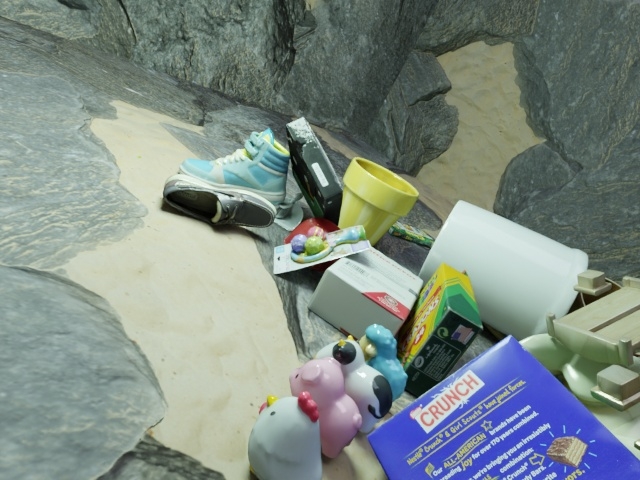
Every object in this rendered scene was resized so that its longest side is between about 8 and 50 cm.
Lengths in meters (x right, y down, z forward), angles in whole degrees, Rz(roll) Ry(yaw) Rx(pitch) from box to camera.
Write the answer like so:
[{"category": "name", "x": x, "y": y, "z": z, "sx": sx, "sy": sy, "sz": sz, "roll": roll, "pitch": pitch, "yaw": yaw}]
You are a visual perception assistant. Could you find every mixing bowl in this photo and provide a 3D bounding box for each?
[{"category": "mixing bowl", "x": 0.000, "y": 0.000, "z": 1.227, "sx": 0.181, "sy": 0.098, "sz": 0.181, "roll": 25, "pitch": 22, "yaw": -11}]

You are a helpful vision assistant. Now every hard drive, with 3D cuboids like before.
[{"category": "hard drive", "x": -0.015, "y": -0.172, "z": 1.291, "sx": 0.237, "sy": 0.064, "sz": 0.339, "roll": 63, "pitch": -7, "yaw": 13}]

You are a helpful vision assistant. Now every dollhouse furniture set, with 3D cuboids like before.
[{"category": "dollhouse furniture set", "x": 0.466, "y": 0.202, "z": 0.677, "sx": 0.303, "sy": 0.174, "sz": 0.355, "roll": -18, "pitch": 13, "yaw": -16}]

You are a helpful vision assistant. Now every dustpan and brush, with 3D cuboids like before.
[{"category": "dustpan and brush", "x": -0.102, "y": -0.110, "z": 1.397, "sx": 0.147, "sy": 0.060, "sz": 0.211, "roll": 32, "pitch": 21, "yaw": 8}]

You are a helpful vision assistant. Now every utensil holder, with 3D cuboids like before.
[{"category": "utensil holder", "x": 0.531, "y": 0.095, "z": 1.353, "sx": 0.385, "sy": 0.328, "sz": 0.327, "roll": 27, "pitch": 20, "yaw": 16}]

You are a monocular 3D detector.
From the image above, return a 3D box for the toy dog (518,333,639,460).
[{"category": "toy dog", "x": 0.501, "y": 0.391, "z": 0.689, "sx": 0.394, "sy": 0.285, "sz": 0.408, "roll": 2, "pitch": 34, "yaw": -11}]

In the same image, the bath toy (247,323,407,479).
[{"category": "bath toy", "x": 0.020, "y": 0.232, "z": 0.677, "sx": 0.151, "sy": 0.129, "sz": 0.348, "roll": 26, "pitch": 18, "yaw": 26}]

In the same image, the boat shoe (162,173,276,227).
[{"category": "boat shoe", "x": -0.249, "y": -0.081, "z": 1.100, "sx": 0.285, "sy": 0.103, "sz": 0.092, "roll": 19, "pitch": 28, "yaw": -16}]

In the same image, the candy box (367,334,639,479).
[{"category": "candy box", "x": 0.256, "y": 0.325, "z": 0.569, "sx": 0.122, "sy": 0.268, "sz": 0.317, "roll": 55, "pitch": 0, "yaw": -43}]

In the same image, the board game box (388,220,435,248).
[{"category": "board game box", "x": 0.370, "y": -0.034, "z": 1.872, "sx": 0.259, "sy": 0.030, "sz": 0.136, "roll": 16, "pitch": 27, "yaw": -30}]

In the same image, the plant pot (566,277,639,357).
[{"category": "plant pot", "x": 0.759, "y": 0.266, "z": 1.290, "sx": 0.236, "sy": 0.254, "sz": 0.237, "roll": 13, "pitch": 51, "yaw": -16}]

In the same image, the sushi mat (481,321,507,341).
[{"category": "sushi mat", "x": 0.581, "y": 0.279, "z": 1.441, "sx": 0.151, "sy": 0.019, "sz": 0.317, "roll": 15, "pitch": 25, "yaw": -36}]

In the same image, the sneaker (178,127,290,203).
[{"category": "sneaker", "x": -0.236, "y": -0.240, "z": 1.286, "sx": 0.318, "sy": 0.208, "sz": 0.127, "roll": 11, "pitch": 26, "yaw": -14}]

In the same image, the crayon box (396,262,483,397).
[{"category": "crayon box", "x": 0.258, "y": 0.180, "z": 1.004, "sx": 0.081, "sy": 0.202, "sz": 0.318, "roll": 30, "pitch": 20, "yaw": 3}]

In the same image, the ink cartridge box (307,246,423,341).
[{"category": "ink cartridge box", "x": 0.119, "y": 0.126, "z": 1.066, "sx": 0.197, "sy": 0.114, "sz": 0.273, "roll": 33, "pitch": 23, "yaw": 12}]

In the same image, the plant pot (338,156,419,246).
[{"category": "plant pot", "x": 0.164, "y": -0.117, "z": 1.504, "sx": 0.253, "sy": 0.239, "sz": 0.254, "roll": 26, "pitch": 22, "yaw": -11}]

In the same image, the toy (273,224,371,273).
[{"category": "toy", "x": -0.004, "y": 0.002, "z": 1.088, "sx": 0.237, "sy": 0.056, "sz": 0.137, "roll": -12, "pitch": 26, "yaw": 1}]
